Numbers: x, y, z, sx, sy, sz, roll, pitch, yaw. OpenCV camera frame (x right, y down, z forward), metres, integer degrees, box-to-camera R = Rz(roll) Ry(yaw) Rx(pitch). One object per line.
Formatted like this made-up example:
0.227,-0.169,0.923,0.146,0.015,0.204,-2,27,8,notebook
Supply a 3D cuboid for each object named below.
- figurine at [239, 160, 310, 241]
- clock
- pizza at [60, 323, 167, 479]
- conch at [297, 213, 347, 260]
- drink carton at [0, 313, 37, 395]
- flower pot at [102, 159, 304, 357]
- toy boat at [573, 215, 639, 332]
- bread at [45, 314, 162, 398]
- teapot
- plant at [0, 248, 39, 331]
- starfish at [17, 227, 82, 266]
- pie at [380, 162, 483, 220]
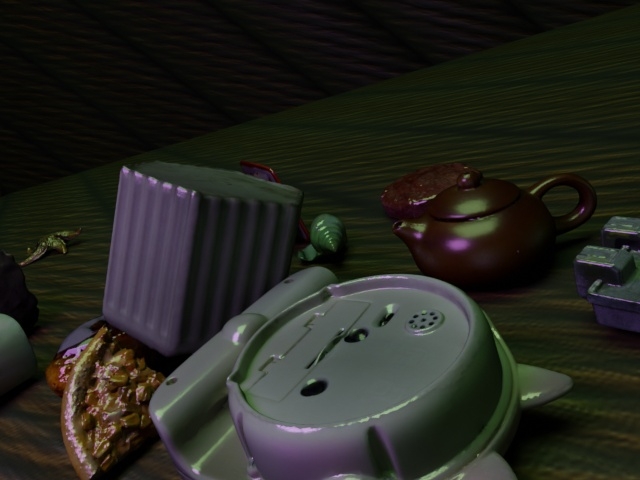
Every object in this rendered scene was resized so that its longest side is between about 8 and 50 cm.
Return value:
-0.171,-0.014,1.001,0.226,0.160,0.183,-35,24,-16,figurine
0.037,0.125,0.492,0.324,0.109,0.265,0,27,39,clock
-0.211,0.175,0.603,0.130,0.041,0.178,13,48,-9,pizza
0.007,0.001,0.917,0.065,0.088,0.180,23,9,-11,conch
-0.499,0.179,0.787,0.146,0.144,0.142,-3,19,35,drink carton
-0.140,0.013,0.695,0.209,0.190,0.239,12,14,0,flower pot
0.381,0.035,0.446,0.141,0.092,0.319,-35,27,-32,toy boat
-0.262,0.137,0.765,0.139,0.095,0.269,-11,8,9,bread
0.216,-0.029,0.695,0.251,0.135,0.178,-18,24,5,teapot
-0.646,0.134,0.945,0.198,0.189,0.276,-3,25,38,plant
-0.758,0.018,1.549,0.208,0.053,0.176,-7,33,44,starfish
0.195,-0.092,0.990,0.182,0.050,0.182,-18,20,7,pie
